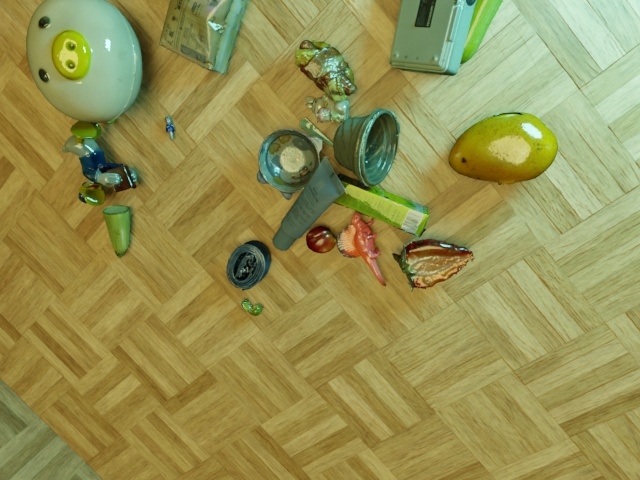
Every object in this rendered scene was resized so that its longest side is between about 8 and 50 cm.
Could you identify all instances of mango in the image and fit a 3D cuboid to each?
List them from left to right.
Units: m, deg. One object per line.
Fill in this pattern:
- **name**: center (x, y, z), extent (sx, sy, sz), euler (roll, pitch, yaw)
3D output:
- **mango**: center (0.516, -0.266, 1.180), extent (0.291, 0.160, 0.190), euler (-5, 113, 24)

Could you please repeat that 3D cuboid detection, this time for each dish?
- **dish**: center (-0.092, -0.254, 1.354), extent (0.237, 0.086, 0.227), euler (-4, 108, 14)

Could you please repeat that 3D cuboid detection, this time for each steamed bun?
- **steamed bun**: center (-0.730, -0.562, 1.284), extent (0.334, 0.334, 0.373), euler (13, 105, 9)

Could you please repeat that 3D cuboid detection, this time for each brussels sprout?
- **brussels sprout**: center (-0.266, 0.262, 1.588), extent (0.084, 0.046, 0.050), euler (24, 115, 15)

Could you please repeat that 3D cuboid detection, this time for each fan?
- **fan**: center (0.012, -0.332, 1.343), extent (0.193, 0.016, 0.038), euler (38, 114, 0)

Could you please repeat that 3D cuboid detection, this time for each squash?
- **squash**: center (-0.787, -0.025, 1.599), extent (0.095, 0.094, 0.224), euler (13, 118, 9)
- **squash**: center (0.413, -0.582, 1.132), extent (0.095, 0.095, 0.187), euler (26, 115, 4)

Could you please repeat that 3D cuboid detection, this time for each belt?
- **belt**: center (-0.267, 0.094, 1.509), extent (0.142, 0.082, 0.190), euler (35, 110, 6)

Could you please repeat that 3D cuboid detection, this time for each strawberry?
- **strawberry**: center (0.367, 0.050, 1.343), extent (0.228, 0.098, 0.174), euler (-30, 100, 17)

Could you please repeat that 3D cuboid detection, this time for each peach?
- **peach**: center (-0.001, 0.002, 1.414), extent (0.101, 0.100, 0.100), euler (4, 108, 12)

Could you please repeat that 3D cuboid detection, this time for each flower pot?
- **flower pot**: center (0.128, -0.289, 1.241), extent (0.141, 0.236, 0.235), euler (21, 113, 30)

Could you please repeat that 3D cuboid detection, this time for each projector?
- **projector**: center (0.302, -0.592, 1.107), extent (0.192, 0.099, 0.256), euler (25, 114, 35)

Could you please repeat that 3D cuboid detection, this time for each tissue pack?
- **tissue pack**: center (-0.362, -0.678, 1.260), extent (0.215, 0.123, 0.256), euler (29, 111, 5)

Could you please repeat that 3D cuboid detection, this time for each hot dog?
- **hot dog**: center (0.023, -0.511, 1.218), extent (0.213, 0.146, 0.103), euler (38, 138, -5)

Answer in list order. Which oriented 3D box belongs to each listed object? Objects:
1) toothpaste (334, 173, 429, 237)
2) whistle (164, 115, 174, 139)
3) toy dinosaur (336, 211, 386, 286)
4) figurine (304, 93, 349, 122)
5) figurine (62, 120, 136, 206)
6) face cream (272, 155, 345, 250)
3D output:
- **toothpaste**: center (0.187, -0.118, 1.321), extent (0.328, 0.110, 0.077), euler (23, 113, 5)
- **whistle**: center (-0.531, -0.396, 1.441), extent (0.033, 0.029, 0.083), euler (5, 107, 50)
- **toy dinosaur**: center (0.132, 0.042, 1.395), extent (0.139, 0.070, 0.285), euler (-12, 105, 5)
- **figurine**: center (0.012, -0.411, 1.273), extent (0.146, 0.098, 0.081), euler (10, 122, 8)
- **figurine**: center (-0.798, -0.256, 1.503), extent (0.284, 0.204, 0.338), euler (34, 124, -7)
- **face cream**: center (-0.049, -0.095, 1.334), extent (0.385, 0.087, 0.135), euler (-48, 59, 43)
